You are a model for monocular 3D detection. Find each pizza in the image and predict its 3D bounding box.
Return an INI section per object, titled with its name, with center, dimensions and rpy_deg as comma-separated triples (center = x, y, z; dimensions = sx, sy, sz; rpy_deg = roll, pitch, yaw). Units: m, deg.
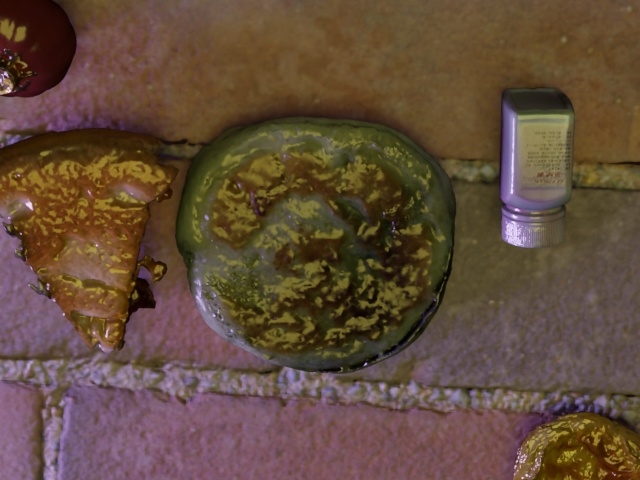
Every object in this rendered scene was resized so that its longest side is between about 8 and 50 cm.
[pizza]
center = -0.180, 0.000, 1.386
dimensions = 0.154, 0.069, 0.193
rpy_deg = -7, 115, 0

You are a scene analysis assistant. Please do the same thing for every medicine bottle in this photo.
[medicine bottle]
center = 0.172, -0.057, 1.374
dimensions = 0.055, 0.074, 0.118
rpy_deg = -1, 109, -3

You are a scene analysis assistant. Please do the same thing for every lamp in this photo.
[lamp]
center = -0.238, -0.155, 1.319
dimensions = 0.101, 0.090, 0.101
rpy_deg = 7, 143, 5

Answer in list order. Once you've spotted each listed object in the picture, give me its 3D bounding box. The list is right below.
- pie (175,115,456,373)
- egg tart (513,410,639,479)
[pie]
center = 0.000, 0.000, 1.399
dimensions = 0.241, 0.054, 0.240
rpy_deg = -1, 111, -2
[egg tart]
center = 0.227, 0.200, 1.475
dimensions = 0.130, 0.052, 0.130
rpy_deg = 0, 108, 0
